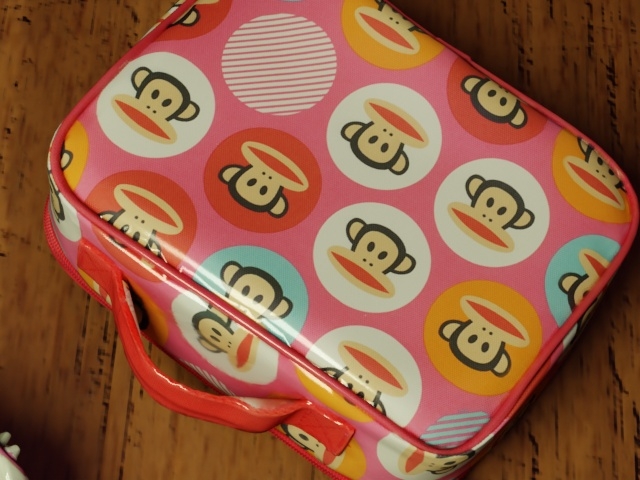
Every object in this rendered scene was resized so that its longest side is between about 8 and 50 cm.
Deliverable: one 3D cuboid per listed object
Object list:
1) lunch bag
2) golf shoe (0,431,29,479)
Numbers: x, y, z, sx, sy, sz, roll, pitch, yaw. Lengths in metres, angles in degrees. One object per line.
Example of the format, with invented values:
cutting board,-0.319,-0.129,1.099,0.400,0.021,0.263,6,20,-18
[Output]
lunch bag,0.000,0.000,0.938,0.293,0.120,0.258,37,62,8
golf shoe,-0.179,0.166,0.819,0.306,0.115,0.140,38,65,10
